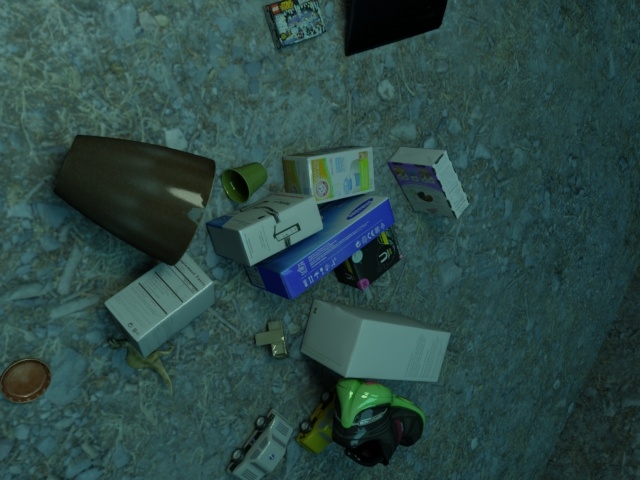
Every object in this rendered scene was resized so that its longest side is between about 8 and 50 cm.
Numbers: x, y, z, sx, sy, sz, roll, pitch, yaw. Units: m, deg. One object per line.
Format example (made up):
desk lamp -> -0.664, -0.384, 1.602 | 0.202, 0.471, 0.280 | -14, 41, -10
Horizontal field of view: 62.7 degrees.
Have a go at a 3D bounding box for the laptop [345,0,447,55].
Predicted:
laptop -> 0.154, -0.740, 1.310 | 0.382, 0.236, 0.407 | -29, 88, -32

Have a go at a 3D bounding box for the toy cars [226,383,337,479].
toy cars -> -0.054, 0.509, 1.363 | 0.394, 0.087, 0.176 | -10, 105, -38

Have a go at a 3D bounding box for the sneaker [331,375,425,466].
sneaker -> 0.142, 0.499, 1.415 | 0.483, 0.185, 0.202 | 43, 63, -51

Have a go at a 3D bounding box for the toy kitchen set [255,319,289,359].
toy kitchen set -> -0.120, 0.250, 1.296 | 0.068, 0.075, 0.083 | -10, 70, -1

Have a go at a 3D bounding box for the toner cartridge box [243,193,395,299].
toner cartridge box -> 0.000, 0.000, 1.247 | 0.348, 0.165, 0.075 | -35, 120, -29

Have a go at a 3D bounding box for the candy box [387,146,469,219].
candy box -> 0.300, -0.161, 1.458 | 0.070, 0.165, 0.196 | -49, 126, -19

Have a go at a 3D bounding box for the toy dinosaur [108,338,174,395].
toy dinosaur -> -0.353, 0.236, 1.094 | 0.092, 0.053, 0.183 | -45, 118, -5

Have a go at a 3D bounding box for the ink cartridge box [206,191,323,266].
ink cartridge box -> -0.120, -0.032, 1.151 | 0.203, 0.148, 0.085 | -29, 115, -33

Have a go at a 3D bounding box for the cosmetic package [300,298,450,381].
cosmetic package -> 0.154, 0.271, 1.413 | 0.366, 0.197, 0.155 | 14, 92, -39

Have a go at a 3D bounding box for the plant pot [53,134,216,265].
plant pot -> -0.339, -0.091, 0.943 | 0.231, 0.215, 0.215 | 22, 85, -25

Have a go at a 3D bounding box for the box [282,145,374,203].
box -> 0.022, -0.161, 1.269 | 0.203, 0.103, 0.114 | -16, 109, -36

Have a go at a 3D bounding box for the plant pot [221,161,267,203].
plant pot -> -0.159, -0.134, 1.150 | 0.079, 0.083, 0.083 | -39, 122, -40

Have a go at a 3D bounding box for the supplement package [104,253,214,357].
supplement package -> -0.310, 0.122, 1.033 | 0.179, 0.105, 0.105 | -39, 162, -27

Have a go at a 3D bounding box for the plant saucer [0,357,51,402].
plant saucer -> -0.537, 0.254, 0.958 | 0.084, 0.013, 0.083 | -9, 105, -37

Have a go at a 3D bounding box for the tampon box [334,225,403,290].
tampon box -> 0.117, 0.031, 1.390 | 0.161, 0.101, 0.120 | -37, 120, -27

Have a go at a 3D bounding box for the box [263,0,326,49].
box -> -0.056, -0.497, 1.183 | 0.137, 0.027, 0.093 | -33, 118, -30
